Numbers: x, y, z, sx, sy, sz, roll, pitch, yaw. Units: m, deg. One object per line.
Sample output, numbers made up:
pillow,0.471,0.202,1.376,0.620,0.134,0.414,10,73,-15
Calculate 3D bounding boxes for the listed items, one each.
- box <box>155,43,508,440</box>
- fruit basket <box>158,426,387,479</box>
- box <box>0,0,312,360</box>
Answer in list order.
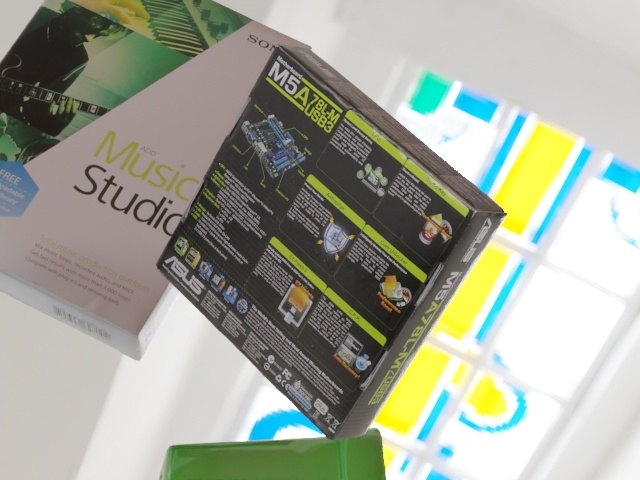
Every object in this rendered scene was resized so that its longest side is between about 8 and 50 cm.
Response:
box,0.000,0.000,1.056,0.191,0.184,0.045,41,-159,29
fruit basket,0.033,0.347,1.199,0.392,0.283,0.392,14,-152,-8
box,-0.179,-0.084,1.397,0.232,0.058,0.322,25,-117,7
